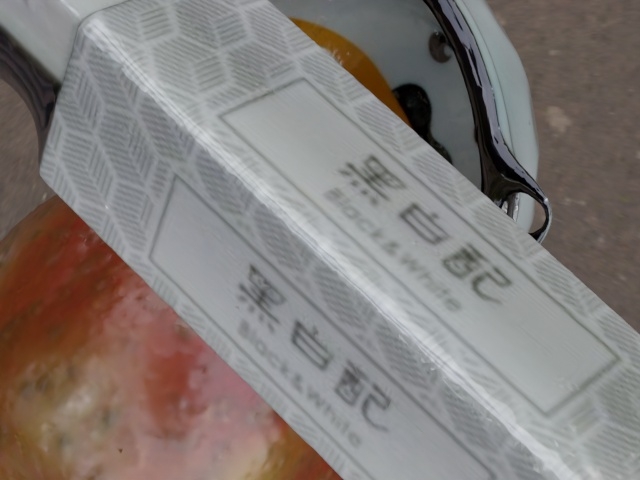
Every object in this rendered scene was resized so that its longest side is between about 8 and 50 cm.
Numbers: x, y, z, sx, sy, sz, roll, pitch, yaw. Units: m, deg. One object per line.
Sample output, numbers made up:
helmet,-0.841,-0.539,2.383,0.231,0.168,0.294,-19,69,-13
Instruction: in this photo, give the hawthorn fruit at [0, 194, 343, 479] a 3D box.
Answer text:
hawthorn fruit,-0.177,0.159,1.431,0.402,0.403,0.403,-1,97,-7

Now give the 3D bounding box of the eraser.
eraser,0.000,0.000,0.673,0.404,0.096,0.098,44,46,19

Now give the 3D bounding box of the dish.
dish,0.027,-0.054,0.916,0.120,0.303,0.303,-11,101,-47
